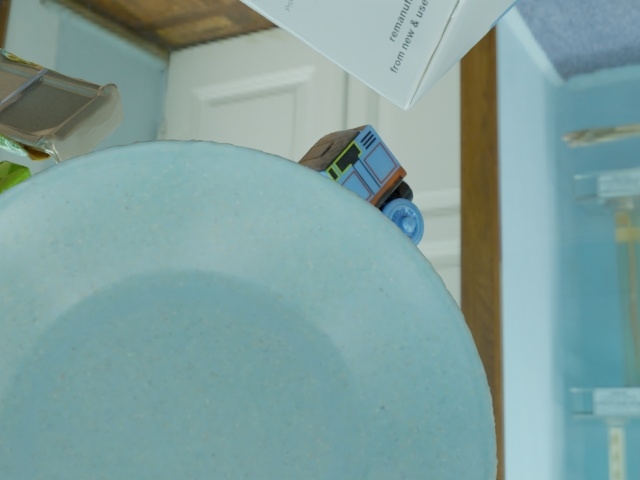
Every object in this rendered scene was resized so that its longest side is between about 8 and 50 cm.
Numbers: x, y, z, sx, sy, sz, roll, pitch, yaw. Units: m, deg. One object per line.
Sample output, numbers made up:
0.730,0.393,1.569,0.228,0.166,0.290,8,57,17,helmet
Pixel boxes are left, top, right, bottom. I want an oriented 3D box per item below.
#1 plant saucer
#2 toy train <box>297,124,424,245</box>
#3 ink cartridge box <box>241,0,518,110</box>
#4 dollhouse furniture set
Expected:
-0.042,0.064,0.321,0.194,0.195,0.037,5,163,-8,plant saucer
0.000,0.000,0.768,0.105,0.184,0.080,51,152,-18,toy train
-0.006,-0.246,0.572,0.307,0.223,0.129,35,139,9,ink cartridge box
-0.150,-0.020,0.440,0.076,0.152,0.059,17,130,14,dollhouse furniture set
